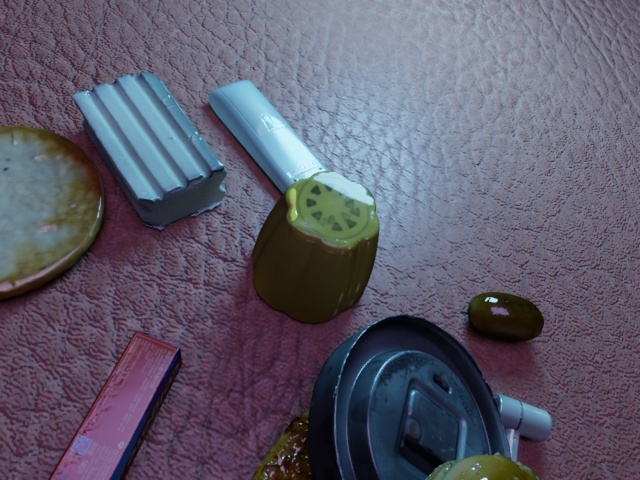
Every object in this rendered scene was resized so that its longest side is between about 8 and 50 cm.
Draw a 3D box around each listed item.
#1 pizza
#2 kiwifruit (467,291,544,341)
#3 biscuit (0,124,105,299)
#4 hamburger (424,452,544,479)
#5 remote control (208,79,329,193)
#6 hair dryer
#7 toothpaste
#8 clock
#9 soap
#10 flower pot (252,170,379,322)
[{"bbox_3d":[-0.010,0.319,0.579,0.161,0.085,0.305,27,58,3],"label":"pizza"},{"bbox_3d":[0.301,0.123,0.782,0.124,0.075,0.075,12,57,-1],"label":"kiwifruit"},{"bbox_3d":[-0.441,-0.064,0.738,0.205,0.040,0.309,-19,66,-23],"label":"biscuit"},{"bbox_3d":[0.176,0.334,0.458,0.286,0.146,0.243,17,50,-33],"label":"hamburger"},{"bbox_3d":[-0.094,-0.197,0.898,0.103,0.051,0.293,-29,70,-28],"label":"remote control"},{"bbox_3d":[0.277,0.298,0.686,0.082,0.047,0.137,22,62,-1],"label":"hair dryer"},{"bbox_3d":[-0.262,0.265,0.557,0.066,0.076,0.320,22,57,1],"label":"toothpaste"},{"bbox_3d":[0.119,0.247,0.596,0.313,0.061,0.312,21,53,-31],"label":"clock"},{"bbox_3d":[-0.281,-0.153,0.806,0.150,0.094,0.261,-30,71,-22],"label":"soap"},{"bbox_3d":[0.000,0.000,0.722,0.195,0.179,0.195,7,56,-11],"label":"flower pot"}]
